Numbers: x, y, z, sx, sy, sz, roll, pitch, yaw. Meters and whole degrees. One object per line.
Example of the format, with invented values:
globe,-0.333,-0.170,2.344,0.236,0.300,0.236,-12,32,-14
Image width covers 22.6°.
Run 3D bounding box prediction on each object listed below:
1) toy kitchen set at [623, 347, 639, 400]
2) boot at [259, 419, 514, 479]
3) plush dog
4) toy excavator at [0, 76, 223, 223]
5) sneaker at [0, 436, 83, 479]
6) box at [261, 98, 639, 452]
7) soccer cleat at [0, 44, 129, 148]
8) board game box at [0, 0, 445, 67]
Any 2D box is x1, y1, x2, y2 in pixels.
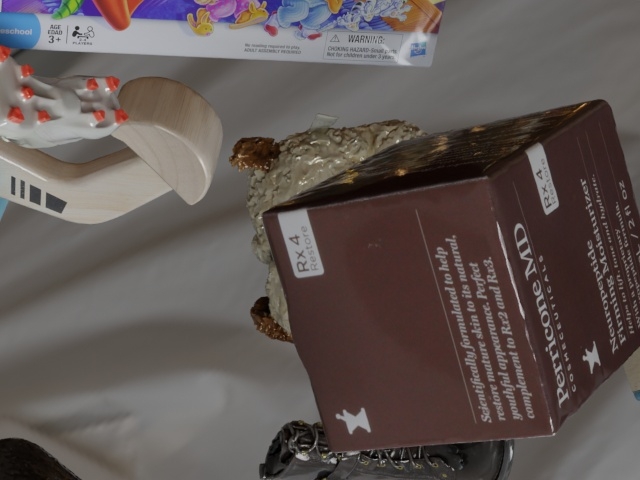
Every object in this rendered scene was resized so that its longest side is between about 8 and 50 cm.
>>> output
toy kitchen set,0.357,0.122,1.178,0.122,0.207,0.166,-28,78,60
boot,0.067,0.229,1.729,0.263,0.229,0.091,130,145,-54
plush dog,0.000,0.000,1.763,0.210,0.262,0.225,4,-112,-53
toy excavator,-0.376,-0.076,1.761,0.445,0.433,0.222,23,-136,-13
sneaker,-0.058,0.163,0.807,0.281,0.162,0.106,44,-159,23
box,0.099,0.021,1.051,0.203,0.167,0.168,-32,-71,-55
soccer cleat,-0.221,-0.096,1.154,0.196,0.076,0.068,5,-110,-58
board game box,-0.069,-0.252,1.172,0.078,0.347,0.233,-109,24,-51
